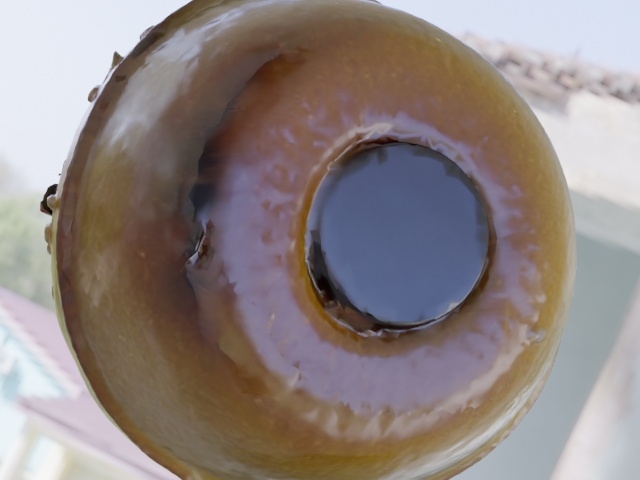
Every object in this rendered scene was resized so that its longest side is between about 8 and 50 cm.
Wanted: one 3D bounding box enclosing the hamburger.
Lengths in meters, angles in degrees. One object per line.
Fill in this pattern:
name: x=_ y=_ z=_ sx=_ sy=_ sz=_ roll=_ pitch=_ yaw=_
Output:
hamburger: x=-0.002 y=0.004 z=0.803 sx=0.237 sy=0.237 sz=0.147 roll=27 pitch=-14 yaw=-19
